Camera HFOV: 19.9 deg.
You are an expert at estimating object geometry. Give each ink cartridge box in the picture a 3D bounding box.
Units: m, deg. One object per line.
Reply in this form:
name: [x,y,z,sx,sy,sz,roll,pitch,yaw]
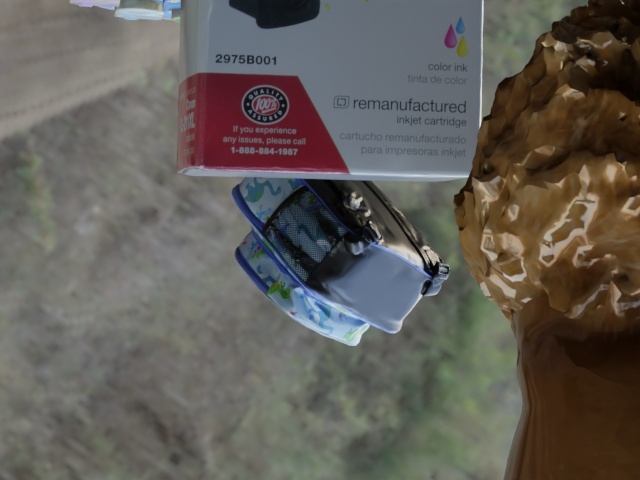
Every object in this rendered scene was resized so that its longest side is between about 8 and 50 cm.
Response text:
ink cartridge box: [0.004,-0.115,0.808,0.072,0.127,0.175,180,-89,-80]

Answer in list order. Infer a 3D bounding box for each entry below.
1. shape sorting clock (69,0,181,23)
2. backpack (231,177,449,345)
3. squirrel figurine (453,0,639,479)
shape sorting clock: [-0.075,-0.167,1.194,0.206,0.206,0.040,28,66,-73]
backpack: [0.000,0.000,1.067,0.084,0.114,0.105,-47,144,13]
squirrel figurine: [0.251,0.052,0.600,0.281,0.370,0.397,-27,105,-51]
